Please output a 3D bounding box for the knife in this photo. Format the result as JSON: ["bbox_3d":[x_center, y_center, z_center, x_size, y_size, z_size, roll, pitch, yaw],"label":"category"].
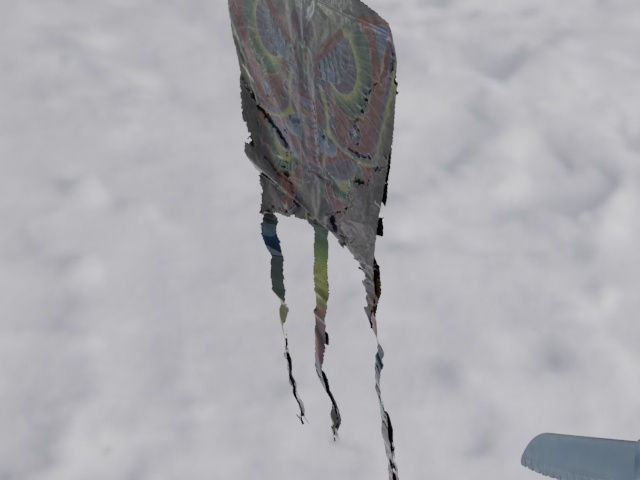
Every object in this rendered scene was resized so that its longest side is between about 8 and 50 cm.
[{"bbox_3d":[0.231,0.166,1.128,0.019,0.045,0.313,6,-6,-22],"label":"knife"}]

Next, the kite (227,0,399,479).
[{"bbox_3d":[0.000,0.000,0.740,0.015,0.285,0.152,-21,31,-24],"label":"kite"}]
